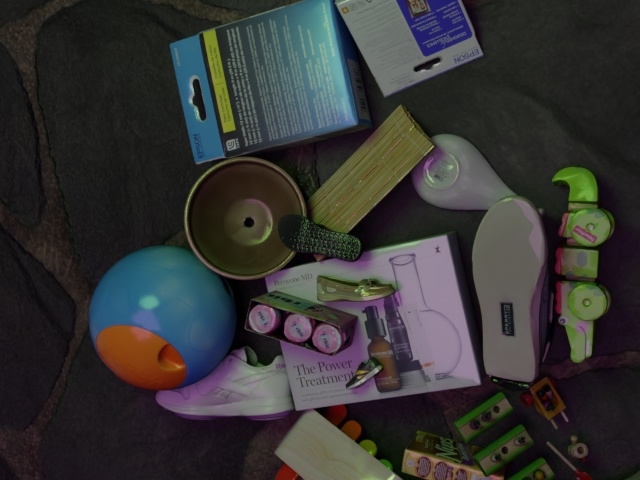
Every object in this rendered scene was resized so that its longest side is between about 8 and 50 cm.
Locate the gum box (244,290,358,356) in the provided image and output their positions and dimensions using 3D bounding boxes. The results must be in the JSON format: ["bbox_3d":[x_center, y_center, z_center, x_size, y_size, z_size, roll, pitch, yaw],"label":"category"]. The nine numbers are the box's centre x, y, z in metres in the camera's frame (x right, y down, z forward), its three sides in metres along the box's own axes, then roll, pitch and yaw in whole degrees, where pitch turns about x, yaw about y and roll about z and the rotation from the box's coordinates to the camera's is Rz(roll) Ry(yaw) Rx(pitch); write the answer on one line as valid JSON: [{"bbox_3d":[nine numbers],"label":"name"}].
[{"bbox_3d":[-0.029,0.154,1.500,0.189,0.107,0.062,15,100,19],"label":"gum box"}]

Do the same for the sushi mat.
[{"bbox_3d":[0.075,-0.107,1.534,0.316,0.019,0.151,-45,44,19],"label":"sushi mat"}]

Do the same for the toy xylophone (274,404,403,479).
[{"bbox_3d":[0.022,0.463,1.550,0.236,0.081,0.323,-44,55,-6],"label":"toy xylophone"}]

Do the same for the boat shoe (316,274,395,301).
[{"bbox_3d":[0.063,0.086,1.489,0.153,0.056,0.048,-3,94,29],"label":"boat shoe"}]

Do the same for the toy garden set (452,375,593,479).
[{"bbox_3d":[0.388,0.378,1.442,0.204,0.049,0.244,-29,80,-15],"label":"toy garden set"}]

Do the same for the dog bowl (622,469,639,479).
[{"bbox_3d":[0.592,0.578,1.433,0.349,0.102,0.348,3,98,19],"label":"dog bowl"}]

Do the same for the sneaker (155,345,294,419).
[{"bbox_3d":[-0.198,0.299,1.693,0.305,0.114,0.152,-4,82,16],"label":"sneaker"}]

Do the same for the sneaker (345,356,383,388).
[{"bbox_3d":[0.079,0.249,1.516,0.083,0.031,0.035,-36,71,16],"label":"sneaker"}]

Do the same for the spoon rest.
[{"bbox_3d":[0.286,-0.095,1.482,0.276,0.084,0.137,35,106,27],"label":"spoon rest"}]

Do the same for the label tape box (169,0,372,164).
[{"bbox_3d":[-0.096,-0.302,1.566,0.348,0.115,0.249,-11,92,23],"label":"label tape box"}]

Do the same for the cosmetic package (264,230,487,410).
[{"bbox_3d":[0.103,0.158,1.561,0.378,0.097,0.284,-13,89,21],"label":"cosmetic package"}]

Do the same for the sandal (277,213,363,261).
[{"bbox_3d":[0.000,0.000,1.510,0.179,0.040,0.067,18,93,22],"label":"sandal"}]

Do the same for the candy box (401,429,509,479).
[{"bbox_3d":[0.257,0.422,1.529,0.187,0.109,0.053,10,100,18],"label":"candy box"}]

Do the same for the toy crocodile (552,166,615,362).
[{"bbox_3d":[0.452,0.042,1.410,0.105,0.115,0.340,3,95,24],"label":"toy crocodile"}]

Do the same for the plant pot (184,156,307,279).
[{"bbox_3d":[-0.145,-0.039,1.596,0.238,0.110,0.237,0,85,-2],"label":"plant pot"}]

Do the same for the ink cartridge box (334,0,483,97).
[{"bbox_3d":[0.164,-0.389,1.473,0.206,0.045,0.208,-20,123,20],"label":"ink cartridge box"}]

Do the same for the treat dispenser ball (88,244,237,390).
[{"bbox_3d":[-0.311,0.152,1.605,0.288,0.288,0.288,3,98,19],"label":"treat dispenser ball"}]

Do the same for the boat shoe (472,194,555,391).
[{"bbox_3d":[0.346,0.077,1.412,0.127,0.158,0.340,7,108,26],"label":"boat shoe"}]
